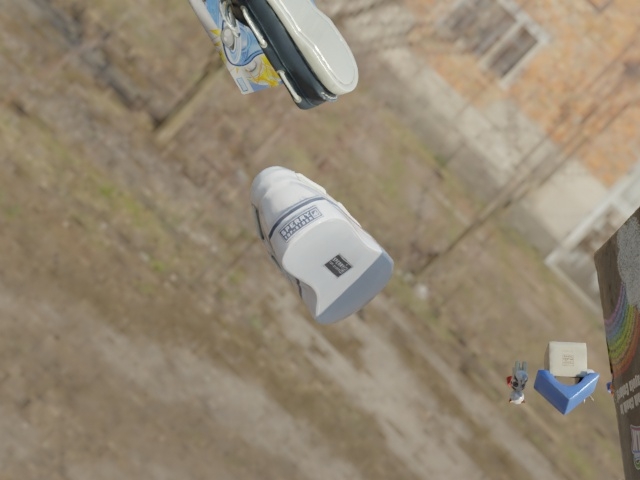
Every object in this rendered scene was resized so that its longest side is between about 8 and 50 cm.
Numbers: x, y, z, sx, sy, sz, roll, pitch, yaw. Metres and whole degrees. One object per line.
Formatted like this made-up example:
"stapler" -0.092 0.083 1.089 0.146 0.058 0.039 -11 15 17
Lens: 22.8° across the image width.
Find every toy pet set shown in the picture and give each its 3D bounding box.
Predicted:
"toy pet set" 0.256 0.155 1.624 0.114 0.122 0.065 90 2 -62

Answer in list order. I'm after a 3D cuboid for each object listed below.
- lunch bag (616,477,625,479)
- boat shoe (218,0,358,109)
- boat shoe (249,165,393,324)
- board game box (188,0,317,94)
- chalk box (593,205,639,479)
"lunch bag" 0.356 0.327 1.419 0.287 0.235 0.169 -110 -175 -66
"boat shoe" -0.058 -0.250 1.664 0.254 0.079 0.095 52 34 -22
"boat shoe" 0.000 0.000 1.430 0.084 0.095 0.258 54 -4 22
"board game box" -0.078 -0.275 1.870 0.201 0.136 0.035 59 36 -28
"chalk box" 0.351 0.120 1.319 0.180 0.179 0.289 107 -22 -74
